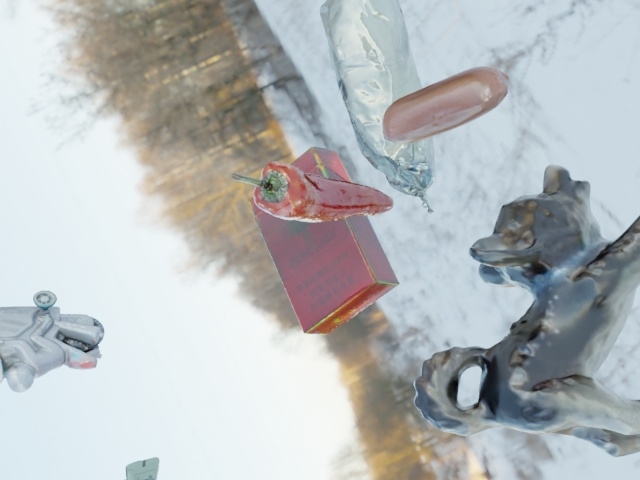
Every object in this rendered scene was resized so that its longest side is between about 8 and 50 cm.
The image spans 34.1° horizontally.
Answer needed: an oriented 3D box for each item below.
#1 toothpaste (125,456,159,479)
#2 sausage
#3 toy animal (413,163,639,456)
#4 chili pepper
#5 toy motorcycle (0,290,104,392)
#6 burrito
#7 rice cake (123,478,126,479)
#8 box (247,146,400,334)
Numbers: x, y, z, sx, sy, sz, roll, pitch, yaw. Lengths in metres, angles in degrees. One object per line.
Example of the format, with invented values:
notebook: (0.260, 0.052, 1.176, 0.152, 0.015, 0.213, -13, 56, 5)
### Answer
toothpaste: (-0.278, 0.444, 1.610, 0.041, 0.064, 0.218, 8, 98, 44)
sausage: (0.174, -0.189, 1.472, 0.077, 0.194, 0.077, 44, -146, -42)
toy animal: (0.265, 0.077, 1.230, 0.194, 0.303, 0.344, 49, -136, -78)
chili pepper: (-0.008, -0.052, 1.203, 0.071, 0.063, 0.272, 32, -165, 35)
toy motorcycle: (-0.479, 0.176, 1.678, 0.171, 0.260, 0.110, -103, 22, -47)
burrito: (0.101, -0.249, 1.741, 0.101, 0.139, 0.445, 41, -146, -79)
rice cake: (-0.308, 0.516, 1.736, 0.040, 0.085, 0.226, -30, 84, 52)
box: (0.001, 0.000, 2.032, 0.089, 0.197, 0.313, 6, -127, -51)
